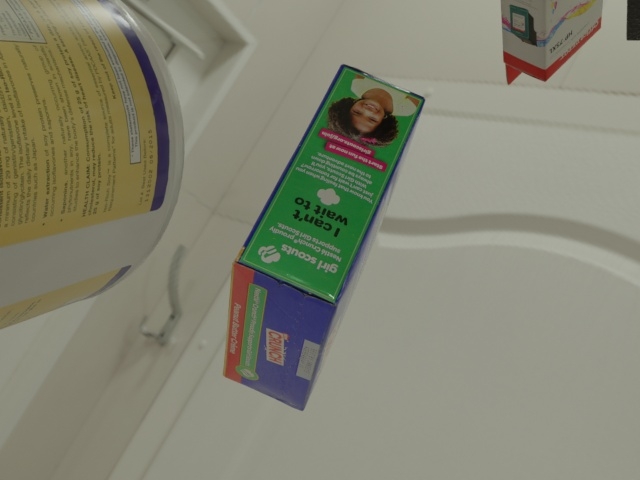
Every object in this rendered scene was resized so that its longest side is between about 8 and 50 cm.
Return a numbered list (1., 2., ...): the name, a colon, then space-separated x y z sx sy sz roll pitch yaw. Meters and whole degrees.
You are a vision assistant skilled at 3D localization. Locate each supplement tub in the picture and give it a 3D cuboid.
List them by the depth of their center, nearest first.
1. supplement tub: -0.256 -0.049 0.466 0.241 0.241 0.331 26 19 18

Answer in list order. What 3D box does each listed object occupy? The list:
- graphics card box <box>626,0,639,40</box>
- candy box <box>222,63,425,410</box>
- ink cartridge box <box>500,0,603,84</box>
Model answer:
1. graphics card box: 0.566 -0.548 1.375 0.094 0.371 0.233 6 -19 21
2. candy box: 0.000 0.000 0.994 0.122 0.317 0.268 21 -35 4
3. ink cartridge box: 0.315 -0.317 1.130 0.078 0.134 0.231 36 -19 33
